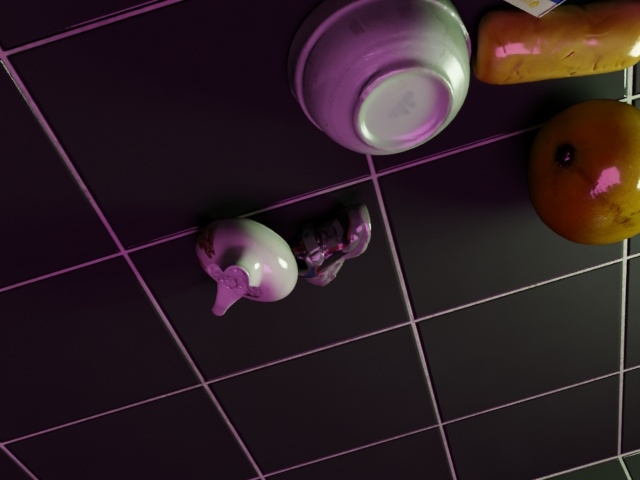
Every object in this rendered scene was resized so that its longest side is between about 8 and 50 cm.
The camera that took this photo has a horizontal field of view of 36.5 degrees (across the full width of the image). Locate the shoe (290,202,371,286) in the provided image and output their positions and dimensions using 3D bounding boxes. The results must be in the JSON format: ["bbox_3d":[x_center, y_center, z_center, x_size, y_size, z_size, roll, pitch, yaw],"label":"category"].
[{"bbox_3d":[0.000,0.001,1.871,0.126,0.099,0.227,11,137,-31],"label":"shoe"}]

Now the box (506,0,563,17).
[{"bbox_3d":[0.279,-0.455,1.408,0.344,0.065,0.200,14,148,-36],"label":"box"}]

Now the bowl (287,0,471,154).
[{"bbox_3d":[0.110,-0.259,1.575,0.307,0.163,0.307,-10,137,-9],"label":"bowl"}]

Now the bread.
[{"bbox_3d":[0.407,-0.330,1.632,0.305,0.091,0.142,-8,144,-7],"label":"bread"}]

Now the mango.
[{"bbox_3d":[0.525,-0.112,1.816,0.264,0.221,0.378,-33,145,14],"label":"mango"}]

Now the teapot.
[{"bbox_3d":[-0.145,0.051,1.824,0.204,0.139,0.298,25,158,1],"label":"teapot"}]
